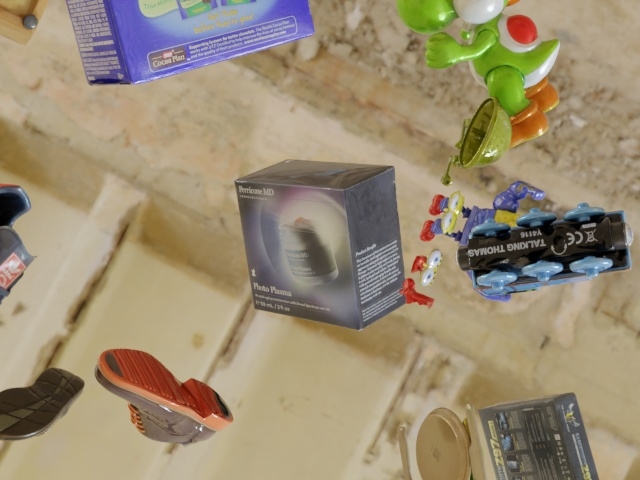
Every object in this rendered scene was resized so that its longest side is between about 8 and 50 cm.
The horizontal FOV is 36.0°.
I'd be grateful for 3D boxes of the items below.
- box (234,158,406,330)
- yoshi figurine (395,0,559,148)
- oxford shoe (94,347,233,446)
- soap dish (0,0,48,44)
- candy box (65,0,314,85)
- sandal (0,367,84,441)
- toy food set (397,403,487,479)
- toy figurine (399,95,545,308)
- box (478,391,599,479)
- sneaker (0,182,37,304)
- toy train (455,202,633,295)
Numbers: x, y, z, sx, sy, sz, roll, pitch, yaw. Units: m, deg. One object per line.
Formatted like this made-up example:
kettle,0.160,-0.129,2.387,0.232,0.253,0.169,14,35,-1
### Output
box,0.000,0.000,2.011,0.296,0.293,0.183,7,-159,40
yoshi figurine,0.251,-0.335,1.664,0.362,0.203,0.203,59,169,-22
oxford shoe,-0.228,0.229,1.351,0.271,0.098,0.097,41,-169,-50
soap dish,-0.502,-0.480,1.552,0.229,0.290,0.118,22,-173,-39
candy box,-0.167,-0.359,1.115,0.268,0.317,0.122,-23,-159,-36
sandal,-0.425,0.250,1.454,0.090,0.060,0.219,29,-163,4
toy food set,0.172,0.290,1.319,0.039,0.132,0.192,3,161,-27
toy figurine,0.297,-0.027,1.633,0.217,0.362,0.191,22,172,-2
box,0.365,0.375,1.618,0.059,0.232,0.183,-9,171,-36
sneaker,-0.451,0.061,1.271,0.148,0.349,0.131,-8,147,6
toy train,0.238,0.012,1.040,0.184,0.080,0.105,-10,165,23
